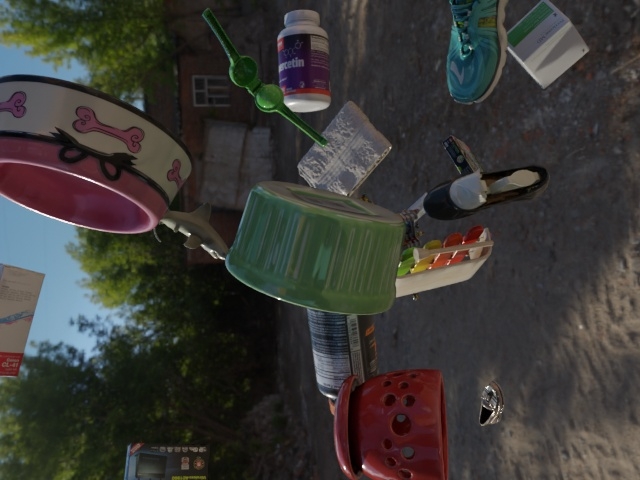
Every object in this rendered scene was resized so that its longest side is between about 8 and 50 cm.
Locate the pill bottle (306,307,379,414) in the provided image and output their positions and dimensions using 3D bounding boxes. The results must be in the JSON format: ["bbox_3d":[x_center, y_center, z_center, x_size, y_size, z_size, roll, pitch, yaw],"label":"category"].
[{"bbox_3d":[0.049,0.226,1.083,0.130,0.130,0.246,-130,33,-76],"label":"pill bottle"}]

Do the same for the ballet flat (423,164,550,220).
[{"bbox_3d":[0.360,-0.116,1.166,0.096,0.280,0.095,97,157,-76],"label":"ballet flat"}]

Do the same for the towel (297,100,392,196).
[{"bbox_3d":[0.058,-0.235,1.541,0.187,0.049,0.282,51,126,14],"label":"towel"}]

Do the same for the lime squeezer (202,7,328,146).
[{"bbox_3d":[-0.105,-0.292,1.003,0.110,0.310,0.059,-5,44,57],"label":"lime squeezer"}]

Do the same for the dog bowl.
[{"bbox_3d":[-0.472,-0.142,1.073,0.408,0.408,0.150,113,168,-70],"label":"dog bowl"}]

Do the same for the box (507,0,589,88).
[{"bbox_3d":[0.405,-0.355,0.981,0.101,0.102,0.087,-42,49,25],"label":"box"}]

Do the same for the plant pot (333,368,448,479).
[{"bbox_3d":[0.121,0.313,0.899,0.191,0.174,0.191,-6,-90,-74],"label":"plant pot"}]

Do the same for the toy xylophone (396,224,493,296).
[{"bbox_3d":[0.267,0.043,1.258,0.236,0.322,0.081,116,141,-56],"label":"toy xylophone"}]

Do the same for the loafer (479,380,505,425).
[{"bbox_3d":[0.344,0.335,1.097,0.045,0.039,0.125,-127,20,-48],"label":"loafer"}]

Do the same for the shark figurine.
[{"bbox_3d":[-0.329,-0.055,1.365,0.166,0.116,0.278,46,-172,35],"label":"shark figurine"}]

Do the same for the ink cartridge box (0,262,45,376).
[{"bbox_3d":[-0.945,0.221,1.570,0.131,0.226,0.306,25,-106,-51],"label":"ink cartridge box"}]

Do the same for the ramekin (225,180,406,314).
[{"bbox_3d":[0.000,0.000,0.934,0.303,0.303,0.148,-123,46,-73],"label":"ramekin"}]

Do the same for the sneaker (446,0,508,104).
[{"bbox_3d":[0.249,-0.368,0.907,0.107,0.110,0.275,6,92,39],"label":"sneaker"}]

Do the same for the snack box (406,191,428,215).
[{"bbox_3d":[0.324,-0.098,1.838,0.037,0.141,0.100,50,-170,16],"label":"snack box"}]

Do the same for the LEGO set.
[{"bbox_3d":[0.209,0.013,1.627,0.255,0.192,0.331,-125,21,-72],"label":"LEGO set"}]

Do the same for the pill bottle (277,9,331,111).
[{"bbox_3d":[-0.059,-0.628,1.912,0.181,0.181,0.323,-167,73,-81],"label":"pill bottle"}]

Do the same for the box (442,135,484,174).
[{"bbox_3d":[0.438,-0.204,1.576,0.036,0.114,0.207,-38,63,29],"label":"box"}]

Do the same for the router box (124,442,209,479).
[{"bbox_3d":[-0.228,0.353,0.804,0.038,0.122,0.092,126,146,-48],"label":"router box"}]
